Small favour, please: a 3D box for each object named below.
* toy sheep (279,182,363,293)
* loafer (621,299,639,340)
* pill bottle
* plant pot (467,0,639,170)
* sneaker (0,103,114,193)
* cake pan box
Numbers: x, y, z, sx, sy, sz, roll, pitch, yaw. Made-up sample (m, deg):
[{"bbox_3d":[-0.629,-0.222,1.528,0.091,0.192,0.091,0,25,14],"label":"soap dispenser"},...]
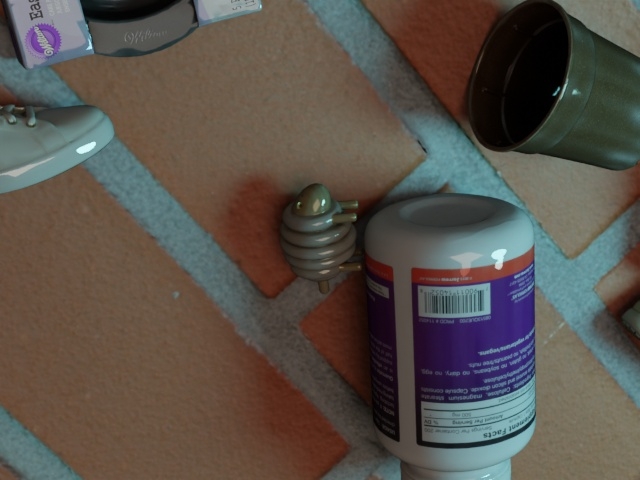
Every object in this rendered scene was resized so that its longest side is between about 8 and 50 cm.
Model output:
[{"bbox_3d":[0.000,0.000,1.419,0.091,0.091,0.132,-13,115,-14],"label":"toy sheep"},{"bbox_3d":[0.486,0.140,1.609,0.268,0.102,0.092,33,100,-23],"label":"loafer"},{"bbox_3d":[0.143,0.122,1.450,0.181,0.181,0.323,-9,109,-15],"label":"pill bottle"},{"bbox_3d":[0.273,-0.156,1.426,0.165,0.167,0.167,14,102,-29],"label":"plant pot"},{"bbox_3d":[-0.344,-0.107,1.263,0.290,0.106,0.123,-14,113,-12],"label":"sneaker"},{"bbox_3d":[-0.200,-0.311,1.269,0.245,0.070,0.267,-15,111,-11],"label":"cake pan box"}]
